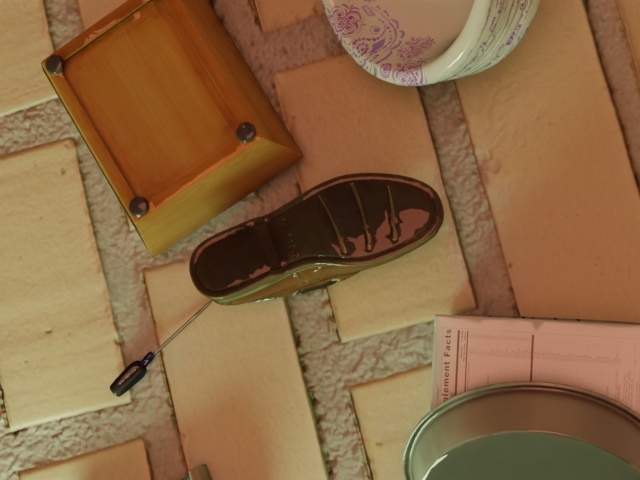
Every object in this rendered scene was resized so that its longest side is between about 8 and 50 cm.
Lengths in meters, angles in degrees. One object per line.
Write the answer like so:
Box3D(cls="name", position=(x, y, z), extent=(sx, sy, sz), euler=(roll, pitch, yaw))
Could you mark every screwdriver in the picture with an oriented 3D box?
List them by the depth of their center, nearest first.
Box3D(cls="screwdriver", position=(-0.200, 0.131, 1.411), extent=(0.170, 0.024, 0.025), euler=(-47, 50, -2))

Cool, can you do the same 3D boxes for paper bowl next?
Box3D(cls="paper bowl", position=(0.135, -0.325, 1.278), extent=(0.284, 0.148, 0.284), euler=(24, 121, 46))

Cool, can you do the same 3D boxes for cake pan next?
Box3D(cls="cake pan", position=(0.230, 0.271, 1.203), extent=(0.293, 0.054, 0.293), euler=(7, 129, 8))

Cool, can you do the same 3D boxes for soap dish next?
Box3D(cls="soap dish", position=(-0.193, -0.163, 1.382), extent=(0.229, 0.118, 0.290), euler=(-33, 79, 7))

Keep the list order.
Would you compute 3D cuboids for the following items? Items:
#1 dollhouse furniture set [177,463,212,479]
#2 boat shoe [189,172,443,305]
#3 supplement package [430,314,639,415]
Box3D(cls="dollhouse furniture set", position=(-0.216, 0.408, 1.243), extent=(0.198, 0.303, 0.286), euler=(-25, 81, 9))
Box3D(cls="boat shoe", position=(0.000, 0.000, 1.342), extent=(0.307, 0.104, 0.110), euler=(-14, 74, 11))
Box3D(cls="supplement package", position=(0.249, 0.154, 1.261), extent=(0.244, 0.134, 0.139), euler=(3, 86, 11))
